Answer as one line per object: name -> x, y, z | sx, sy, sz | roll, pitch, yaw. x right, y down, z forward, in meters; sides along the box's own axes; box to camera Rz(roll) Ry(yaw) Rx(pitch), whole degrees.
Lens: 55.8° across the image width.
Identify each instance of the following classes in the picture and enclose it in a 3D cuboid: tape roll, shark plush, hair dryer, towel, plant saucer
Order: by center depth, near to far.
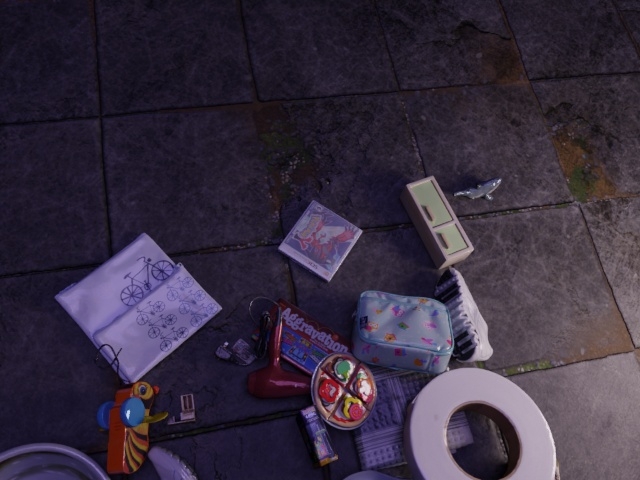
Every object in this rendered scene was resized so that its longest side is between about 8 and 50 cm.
plant saucer -> -0.660, 0.679, 1.395 | 0.400, 0.100, 0.401 | 3, 67, -7
tape roll -> 0.404, 0.521, 1.550 | 0.391, 0.072, 0.392 | 5, 56, -7
hair dryer -> -0.127, 0.314, 1.608 | 0.293, 0.080, 0.224 | 41, 94, 7
towel -> 0.229, 0.447, 1.660 | 0.324, 0.056, 0.312 | -10, 66, -10
shark plush -> 0.500, -0.173, 1.950 | 0.161, 0.067, 0.073 | -2, 67, -9

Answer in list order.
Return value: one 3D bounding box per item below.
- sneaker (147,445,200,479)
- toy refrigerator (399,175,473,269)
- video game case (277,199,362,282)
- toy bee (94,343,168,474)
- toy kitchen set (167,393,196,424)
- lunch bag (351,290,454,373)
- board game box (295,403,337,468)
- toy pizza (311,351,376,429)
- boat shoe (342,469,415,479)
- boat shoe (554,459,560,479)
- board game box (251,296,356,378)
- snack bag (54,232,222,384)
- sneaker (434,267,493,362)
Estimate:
sneaker -> -0.333, 0.631, 1.463 | 0.129, 0.111, 0.297 | -38, 76, -16
toy refrigerator -> 0.356, -0.058, 1.865 | 0.102, 0.094, 0.270 | -19, 71, -16
video game case -> 0.000, 0.000, 1.827 | 0.183, 0.023, 0.201 | 32, 66, 6
toy bee -> -0.459, 0.418, 1.509 | 0.195, 0.162, 0.298 | 9, 86, 27
toy kitchen set -> -0.360, 0.433, 1.553 | 0.068, 0.083, 0.075 | -7, 68, -12
lunch bag -> 0.220, 0.242, 1.668 | 0.279, 0.108, 0.224 | 10, 39, -1
board game box -> -0.014, 0.499, 1.528 | 0.048, 0.170, 0.141 | -20, 70, -14
toy pizza -> 0.067, 0.390, 1.581 | 0.201, 0.032, 0.201 | 12, 65, -26
boat shoe -> 0.185, 0.643, 1.532 | 0.306, 0.105, 0.113 | 1, 62, -15
boat shoe -> 0.597, 0.705, 1.560 | 0.104, 0.111, 0.307 | -1, 67, -7
board game box -> -0.036, 0.288, 1.676 | 0.281, 0.027, 0.145 | 30, 65, 13
snack bag -> -0.502, 0.172, 1.673 | 0.323, 0.037, 0.342 | -40, 77, -21
sneaker -> 0.417, 0.219, 1.761 | 0.118, 0.110, 0.292 | 13, 54, -34
